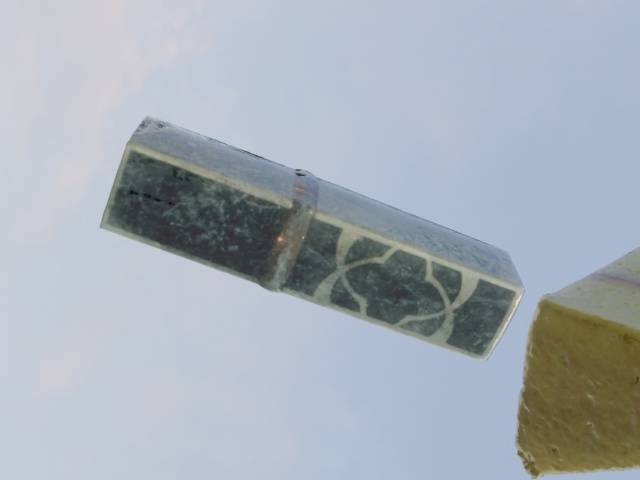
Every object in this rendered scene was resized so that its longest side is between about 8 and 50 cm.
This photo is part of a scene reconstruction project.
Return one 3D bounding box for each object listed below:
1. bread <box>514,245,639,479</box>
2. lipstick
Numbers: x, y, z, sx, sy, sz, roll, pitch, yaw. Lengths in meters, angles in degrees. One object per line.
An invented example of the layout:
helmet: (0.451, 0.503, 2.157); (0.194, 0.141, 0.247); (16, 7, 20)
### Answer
bread: (0.412, 0.168, 0.891); (0.361, 0.233, 0.245); (21, -60, 44)
lipstick: (0.000, 0.000, 0.618); (0.076, 0.289, 0.077); (-94, -154, -67)
